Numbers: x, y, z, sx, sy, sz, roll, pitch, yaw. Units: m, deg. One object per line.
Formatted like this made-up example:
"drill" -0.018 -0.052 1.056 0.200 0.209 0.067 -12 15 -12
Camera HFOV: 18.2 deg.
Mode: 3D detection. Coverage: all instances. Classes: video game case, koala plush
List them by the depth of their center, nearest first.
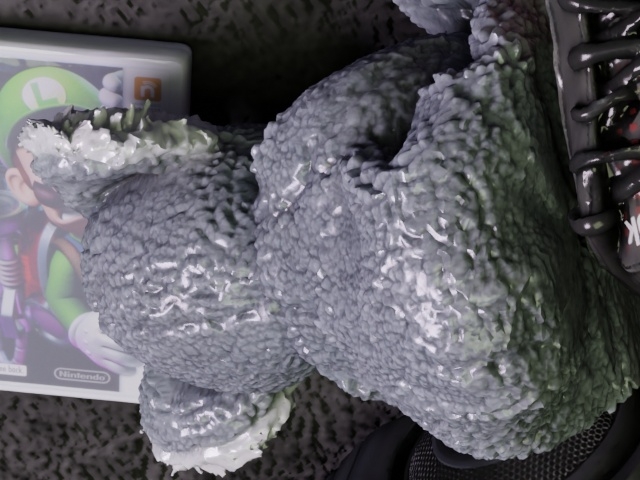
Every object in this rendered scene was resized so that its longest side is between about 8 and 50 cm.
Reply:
"koala plush" 0.000 0.000 0.770 0.221 0.203 0.196 -8 119 22
"video game case" -0.153 -0.012 0.861 0.190 0.022 0.173 5 120 2

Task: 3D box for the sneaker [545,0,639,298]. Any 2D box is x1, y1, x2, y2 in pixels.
"sneaker" 0.124 -0.061 0.664 0.097 0.135 0.276 -16 114 31

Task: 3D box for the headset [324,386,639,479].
"headset" 0.152 0.128 0.872 0.243 0.185 0.394 40 131 -12
